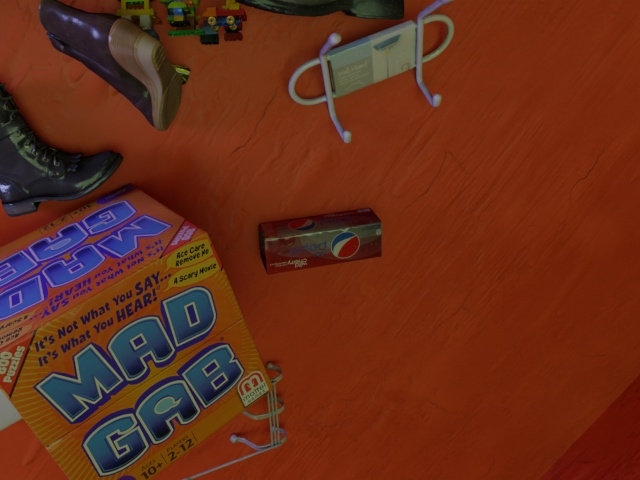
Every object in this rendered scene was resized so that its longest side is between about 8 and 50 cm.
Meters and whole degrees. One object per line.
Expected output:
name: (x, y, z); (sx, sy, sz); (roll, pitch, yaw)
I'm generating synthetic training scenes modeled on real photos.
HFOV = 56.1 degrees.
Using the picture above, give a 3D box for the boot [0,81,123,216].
boot: (-0.516, -0.175, 1.066); (0.263, 0.091, 0.229); (-22, 122, -3)

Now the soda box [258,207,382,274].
soda box: (0.000, 0.000, 1.321); (0.263, 0.083, 0.092); (-8, 118, -12)

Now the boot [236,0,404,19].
boot: (0.008, -0.510, 1.049); (0.338, 0.118, 0.223); (-8, 117, -25)

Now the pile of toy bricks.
pile of toy bricks: (-0.231, -0.408, 1.037); (0.212, 0.118, 0.105); (-1, 90, 1)

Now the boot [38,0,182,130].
boot: (-0.356, -0.304, 1.045); (0.206, 0.248, 0.090); (22, 67, 5)

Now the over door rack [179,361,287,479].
over door rack: (-0.238, 0.449, 1.457); (0.324, 0.108, 0.240); (-21, 124, -30)

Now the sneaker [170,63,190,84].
sneaker: (-0.281, -0.306, 1.102); (0.083, 0.031, 0.035); (6, 115, -20)

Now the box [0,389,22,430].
box: (-0.631, 0.302, 1.282); (0.275, 0.094, 0.113); (-28, 122, 0)

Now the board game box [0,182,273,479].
board game box: (-0.366, 0.165, 1.079); (0.356, 0.356, 0.356); (-32, 123, -24)

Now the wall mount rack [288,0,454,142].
wall mount rack: (0.114, -0.332, 1.100); (0.350, 0.130, 0.304); (-23, 152, -4)
